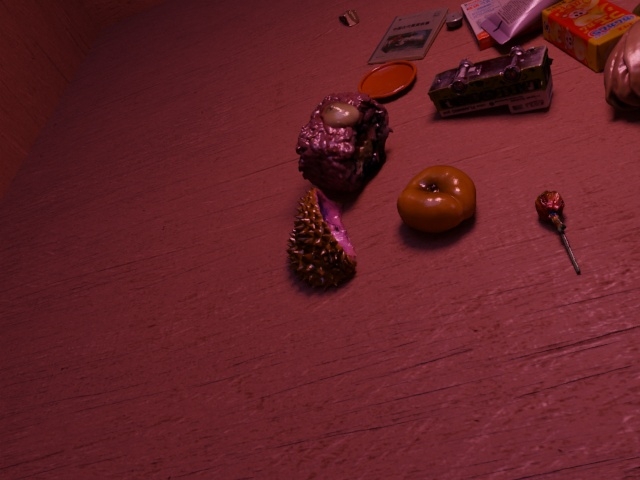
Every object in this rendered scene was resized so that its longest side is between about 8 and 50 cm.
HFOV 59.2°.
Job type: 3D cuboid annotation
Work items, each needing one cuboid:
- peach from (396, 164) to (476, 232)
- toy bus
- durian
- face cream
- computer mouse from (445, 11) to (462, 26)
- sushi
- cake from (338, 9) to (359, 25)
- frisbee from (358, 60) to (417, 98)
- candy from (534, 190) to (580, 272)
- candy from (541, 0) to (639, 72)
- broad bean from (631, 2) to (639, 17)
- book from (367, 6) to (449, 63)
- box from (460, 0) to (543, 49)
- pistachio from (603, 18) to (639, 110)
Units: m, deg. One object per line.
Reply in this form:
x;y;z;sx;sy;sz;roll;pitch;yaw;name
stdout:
0.263;-0.091;1.271;0.179;0.103;0.179;-13;45;14;peach
0.445;-0.404;1.474;0.302;0.139;0.113;-3;46;37;toy bus
-0.014;-0.001;1.333;0.186;0.154;0.260;-51;31;11;durian
0.615;-0.687;1.647;0.274;0.096;0.154;-33;45;15;face cream
0.449;-0.739;1.892;0.056;0.032;0.110;-11;33;18;computer mouse
0.061;-0.255;1.460;0.171;0.236;0.270;15;53;29;sushi
0.103;-0.892;2.227;0.051;0.055;0.140;-34;39;3;cake
0.212;-0.498;1.770;0.192;0.035;0.192;-16;41;15;frisbee
0.480;-0.018;1.124;0.061;0.060;0.200;-17;50;13;candy
0.730;-0.568;1.518;0.146;0.088;0.276;-23;42;4;candy
0.893;-0.595;1.466;0.206;0.072;0.153;-49;32;-20;broad bean
0.304;-0.703;1.940;0.215;0.025;0.282;4;52;33;book
0.604;-0.722;1.775;0.274;0.048;0.264;-16;44;15;box
0.764;-0.416;1.291;0.293;0.181;0.162;-46;6;-24;pistachio
